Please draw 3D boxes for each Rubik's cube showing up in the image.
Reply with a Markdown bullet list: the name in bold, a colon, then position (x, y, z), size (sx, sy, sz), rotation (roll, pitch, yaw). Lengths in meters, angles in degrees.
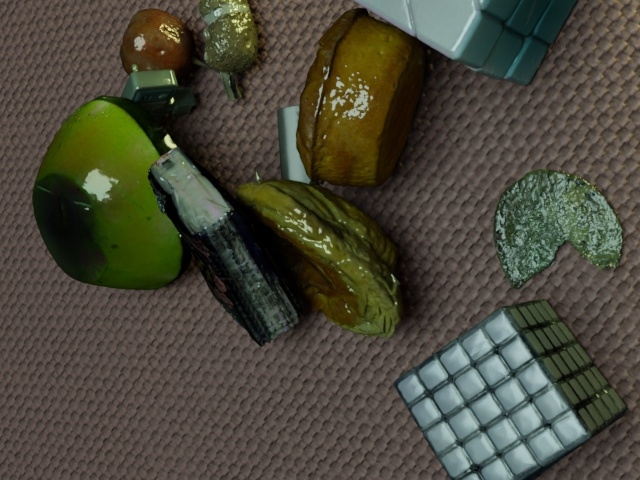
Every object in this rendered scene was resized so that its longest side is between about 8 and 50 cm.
- **Rubik's cube**: position (0.230, -0.467, 1.728), size (0.319, 0.316, 0.321), rotation (36, 105, 26)
- **Rubik's cube**: position (0.302, 0.251, 1.717), size (0.237, 0.237, 0.238), rotation (-39, 72, 22)

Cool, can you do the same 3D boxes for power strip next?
- **power strip**: position (-0.321, -0.272, 2.131), size (0.216, 0.145, 0.061), rotation (-42, 60, 60)

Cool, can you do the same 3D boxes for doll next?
- **doll**: position (-0.175, -0.378, 2.070), size (0.115, 0.105, 0.221), rotation (-3, 86, 22)

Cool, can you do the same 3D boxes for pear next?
- **pear**: position (-0.424, -0.065, 2.089), size (0.399, 0.165, 0.398), rotation (22, 126, 35)

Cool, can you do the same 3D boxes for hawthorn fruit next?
- **hawthorn fruit**: position (-0.305, -0.375, 2.124), size (0.189, 0.149, 0.149), rotation (8, 93, 30)

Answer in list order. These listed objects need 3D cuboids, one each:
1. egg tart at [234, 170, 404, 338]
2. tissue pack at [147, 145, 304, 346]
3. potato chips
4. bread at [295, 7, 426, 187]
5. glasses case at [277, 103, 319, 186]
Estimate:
- **egg tart**: position (0.000, 0.000, 1.884), size (0.153, 0.339, 0.351), rotation (-45, 21, -16)
- **tissue pack**: position (-0.170, 0.010, 1.928), size (0.123, 0.332, 0.245), rotation (-34, 45, -9)
- **potato chips**: position (0.386, -0.017, 1.793), size (0.220, 0.029, 0.202), rotation (3, 88, 31)
- **bread**: position (0.067, -0.236, 1.841), size (0.172, 0.312, 0.312), rotation (15, 97, 13)
- **glasses case**: position (-0.042, -0.156, 2.031), size (0.072, 0.042, 0.190), rotation (-5, 87, 21)
